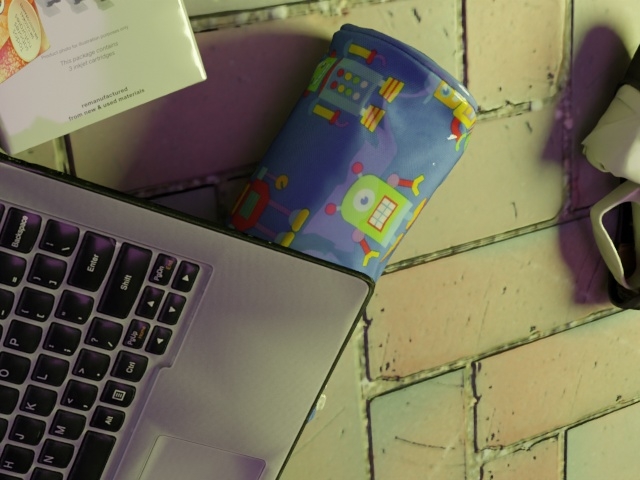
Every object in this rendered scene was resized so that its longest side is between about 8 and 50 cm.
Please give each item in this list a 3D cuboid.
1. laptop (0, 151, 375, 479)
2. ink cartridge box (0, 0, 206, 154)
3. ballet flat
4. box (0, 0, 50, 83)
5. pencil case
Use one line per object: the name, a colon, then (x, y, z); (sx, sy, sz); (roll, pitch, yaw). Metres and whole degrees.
laptop: (-0.206, 0.170, 0.564); (0.408, 0.236, 0.382); (19, 112, -18)
ink cartridge box: (-0.167, -0.163, 0.599); (0.127, 0.128, 0.176); (-24, 116, -20)
ballet flat: (0.289, -0.054, 0.920); (0.096, 0.095, 0.280); (-16, 114, -11)
box: (-0.278, -0.107, 0.480); (0.257, 0.128, 0.123); (-6, 117, 16)
pencil case: (0.000, 0.000, 0.754); (0.133, 0.119, 0.306); (28, 92, -23)
